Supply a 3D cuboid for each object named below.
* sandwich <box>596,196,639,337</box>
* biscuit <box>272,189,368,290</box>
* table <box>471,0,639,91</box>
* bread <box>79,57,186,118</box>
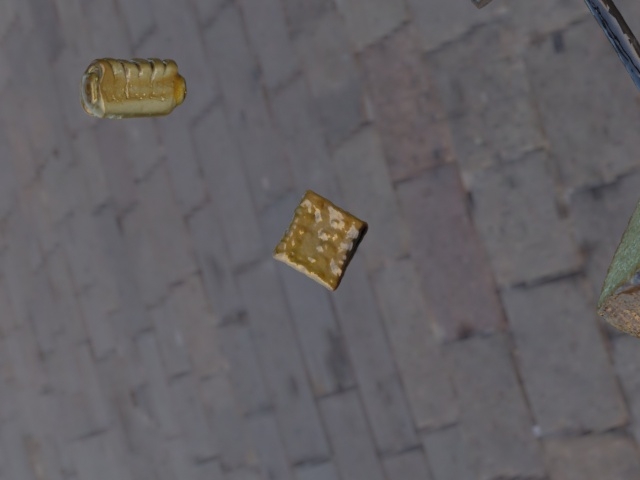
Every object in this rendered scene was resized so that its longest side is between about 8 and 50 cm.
[{"bbox_3d":[0.358,-0.011,1.721,0.186,0.065,0.214,-65,6,-24],"label":"sandwich"},{"bbox_3d":[0.000,0.000,1.840,0.083,0.081,0.018,-63,15,-8],"label":"biscuit"},{"bbox_3d":[0.329,-0.235,1.365,0.249,0.317,0.317,45,154,6],"label":"table"},{"bbox_3d":[-0.147,-0.120,1.370,0.034,0.088,0.049,26,118,54],"label":"bread"}]
